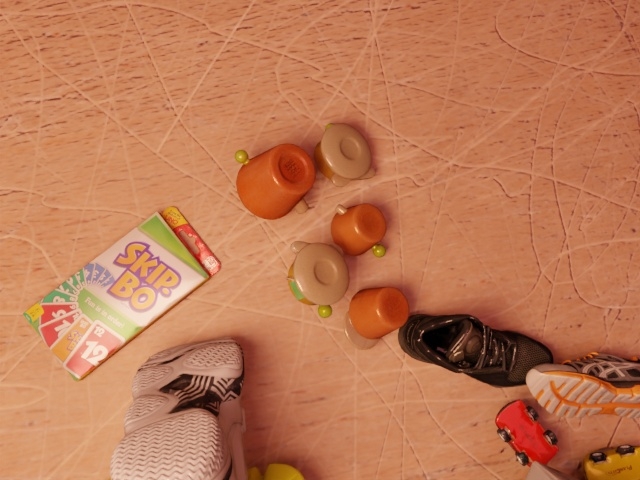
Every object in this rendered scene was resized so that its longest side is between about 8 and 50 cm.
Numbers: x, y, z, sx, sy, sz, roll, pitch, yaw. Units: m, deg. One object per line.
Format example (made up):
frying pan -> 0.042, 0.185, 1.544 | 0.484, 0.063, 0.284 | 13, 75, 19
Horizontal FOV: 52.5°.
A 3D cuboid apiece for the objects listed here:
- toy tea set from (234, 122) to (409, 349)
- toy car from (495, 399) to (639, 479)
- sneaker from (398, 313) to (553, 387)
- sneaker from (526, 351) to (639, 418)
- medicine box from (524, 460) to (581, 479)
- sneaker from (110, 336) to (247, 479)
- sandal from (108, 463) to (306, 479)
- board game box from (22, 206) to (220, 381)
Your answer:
toy tea set -> 0.000, 0.000, 0.938 | 0.200, 0.124, 0.336 | -10, 80, -34
toy car -> 0.333, 0.366, 0.929 | 0.239, 0.053, 0.225 | 20, 83, 0
sneaker -> 0.230, 0.158, 0.908 | 0.227, 0.130, 0.087 | 17, 84, -4
sneaker -> 0.386, 0.200, 0.928 | 0.214, 0.084, 0.083 | 11, 43, -16
medicine box -> 0.358, 0.470, 0.824 | 0.289, 0.149, 0.264 | 26, 90, -16
sneaker -> -0.149, 0.267, 0.785 | 0.137, 0.366, 0.210 | -9, 105, -1
sandal -> -0.167, 0.387, 0.869 | 0.317, 0.126, 0.138 | -1, 124, 8
board game box -> -0.280, 0.072, 0.935 | 0.259, 0.039, 0.124 | -39, 88, -9
